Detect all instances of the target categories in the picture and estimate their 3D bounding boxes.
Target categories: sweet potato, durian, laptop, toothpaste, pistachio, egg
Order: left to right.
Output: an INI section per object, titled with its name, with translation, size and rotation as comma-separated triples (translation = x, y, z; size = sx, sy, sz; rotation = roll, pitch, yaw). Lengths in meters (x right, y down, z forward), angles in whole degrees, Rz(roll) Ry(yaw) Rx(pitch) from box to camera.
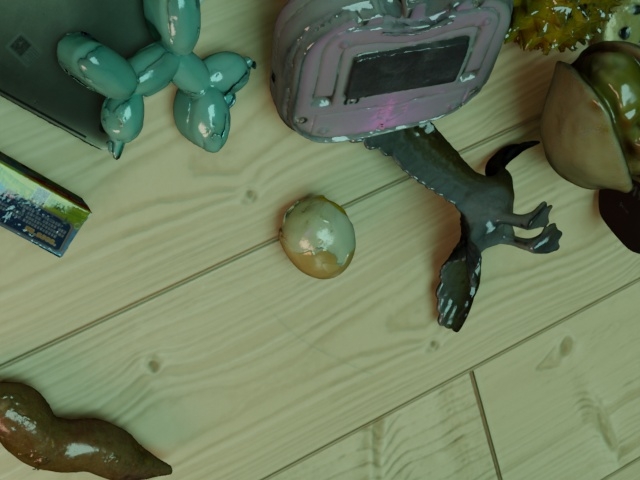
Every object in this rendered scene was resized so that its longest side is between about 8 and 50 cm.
[toothpaste]
translation = -0.279, -0.063, 0.827
size = 0.193, 0.044, 0.070
rotation = 32, 93, -30
[laptop]
translation = -0.213, -0.199, 0.782
size = 0.269, 0.015, 0.187
rotation = 31, 93, -48
[sweet potato]
translation = -0.233, 0.187, 0.932
size = 0.218, 0.051, 0.065
rotation = 32, 90, -30
[egg]
translation = 0.000, 0.000, 0.964
size = 0.071, 0.071, 0.083
rotation = -37, 122, -9
[durian]
translation = 0.206, -0.294, 0.925
size = 0.183, 0.138, 0.249
rotation = -39, 113, 2
[pistachio]
translation = 0.280, -0.121, 0.988
size = 0.144, 0.144, 0.215
rotation = -44, 160, -5

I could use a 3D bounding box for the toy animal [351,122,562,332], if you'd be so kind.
[toy animal]
translation = 0.170, -0.029, 1.001
size = 0.197, 0.160, 0.272
rotation = -30, 125, -15

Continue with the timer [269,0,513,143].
[timer]
translation = 0.061, -0.163, 0.877
size = 0.208, 0.069, 0.191
rotation = -12, 154, -11

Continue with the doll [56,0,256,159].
[doll]
translation = -0.125, -0.138, 0.846
size = 0.159, 0.059, 0.158
rotation = -37, 135, -23

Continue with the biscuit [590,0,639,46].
[biscuit]
translation = 0.359, -0.285, 1.053
size = 0.153, 0.030, 0.234
rotation = 27, 95, -28

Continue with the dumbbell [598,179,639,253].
[dumbbell]
translation = 0.430, -0.039, 1.109
size = 0.225, 0.140, 0.124
rotation = 9, 123, -28
